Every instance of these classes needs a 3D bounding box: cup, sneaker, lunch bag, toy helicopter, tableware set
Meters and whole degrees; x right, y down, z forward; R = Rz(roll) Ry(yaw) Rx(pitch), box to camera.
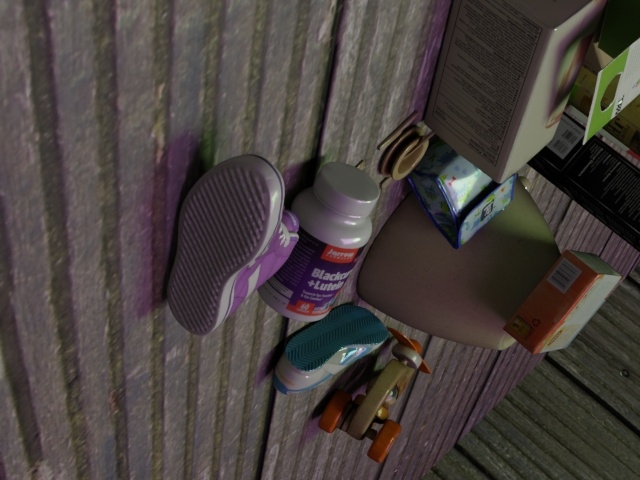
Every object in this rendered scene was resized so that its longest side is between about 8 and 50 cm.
[{"bbox_3d":[0.258,0.040,1.864,0.331,0.237,0.331,-42,158,-21],"label":"cup"},{"bbox_3d":[-0.077,-0.023,1.274,0.161,0.102,0.282,-38,168,-38],"label":"sneaker"},{"bbox_3d":[0.216,-0.080,1.691,0.129,0.096,0.151,-40,124,-18],"label":"lunch bag"},{"bbox_3d":[0.137,0.279,2.246,0.235,0.140,0.355,-62,169,8],"label":"toy helicopter"},{"bbox_3d":[0.014,0.174,1.828,0.229,0.087,0.092,-19,151,-42],"label":"sneaker"},{"bbox_3d":[0.086,-0.080,1.578,0.194,0.039,0.128,-44,159,-14],"label":"tableware set"}]

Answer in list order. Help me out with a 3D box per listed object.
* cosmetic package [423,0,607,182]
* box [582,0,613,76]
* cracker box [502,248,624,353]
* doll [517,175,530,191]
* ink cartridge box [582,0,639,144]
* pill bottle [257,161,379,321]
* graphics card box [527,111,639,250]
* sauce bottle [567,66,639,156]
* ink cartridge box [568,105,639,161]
[{"bbox_3d":[0.249,-0.236,1.481,0.129,0.153,0.296,-37,158,-27],"label":"cosmetic package"},{"bbox_3d":[0.388,-0.352,1.604,0.148,0.121,0.311,-51,159,6],"label":"box"},{"bbox_3d":[0.382,0.095,1.777,0.155,0.067,0.232,-53,159,12],"label":"cracker box"},{"bbox_3d":[0.337,-0.040,2.158,0.129,0.046,0.189,12,111,-57],"label":"doll"},{"bbox_3d":[0.401,-0.273,1.461,0.255,0.097,0.189,-42,159,-12],"label":"ink cartridge box"},{"bbox_3d":[0.000,0.000,1.442,0.108,0.108,0.193,-23,147,-51],"label":"pill bottle"},{"bbox_3d":[0.461,-0.091,1.860,0.094,0.371,0.233,-51,159,6],"label":"graphics card box"},{"bbox_3d":[0.531,-0.197,1.856,0.111,0.344,0.111,-39,156,-21],"label":"sauce bottle"},{"bbox_3d":[0.660,-0.321,1.994,0.160,0.279,0.384,-28,151,-47],"label":"ink cartridge box"}]
